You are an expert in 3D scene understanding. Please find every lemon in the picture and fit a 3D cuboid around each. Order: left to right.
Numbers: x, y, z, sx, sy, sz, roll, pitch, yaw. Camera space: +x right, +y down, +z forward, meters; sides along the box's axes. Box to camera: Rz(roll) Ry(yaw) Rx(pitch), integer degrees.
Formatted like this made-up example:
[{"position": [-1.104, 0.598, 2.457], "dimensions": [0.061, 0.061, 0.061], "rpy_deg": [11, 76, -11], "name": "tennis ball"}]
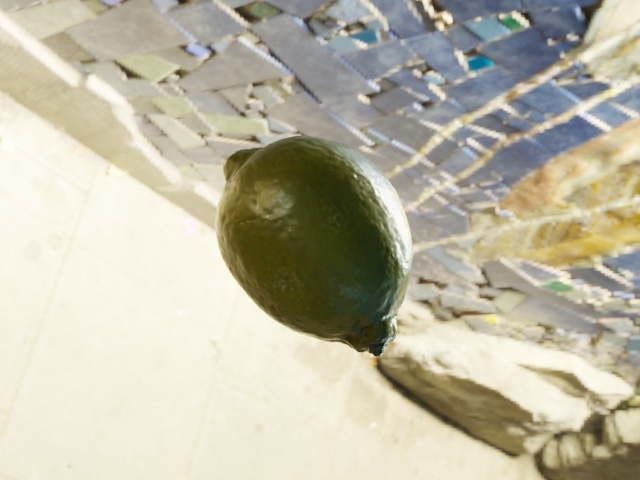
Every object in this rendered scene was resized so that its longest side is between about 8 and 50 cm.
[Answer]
[{"position": [0.000, 0.000, 0.974], "dimensions": [0.248, 0.184, 0.184], "rpy_deg": [52, 40, 8], "name": "lemon"}]
